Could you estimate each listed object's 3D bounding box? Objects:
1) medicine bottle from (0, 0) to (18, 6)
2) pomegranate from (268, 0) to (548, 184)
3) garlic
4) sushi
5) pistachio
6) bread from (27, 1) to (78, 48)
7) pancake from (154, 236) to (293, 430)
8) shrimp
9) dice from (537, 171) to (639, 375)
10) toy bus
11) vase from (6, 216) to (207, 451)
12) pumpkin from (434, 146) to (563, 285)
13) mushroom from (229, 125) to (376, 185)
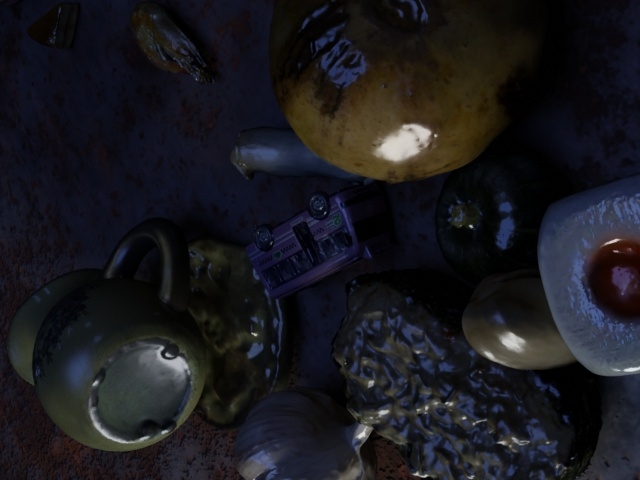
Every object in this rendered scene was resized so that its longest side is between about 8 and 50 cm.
[{"bbox_3d":[-0.613,-0.456,1.841,0.178,0.290,0.178,9,104,37],"label":"medicine bottle"},{"bbox_3d":[0.095,-0.220,1.303,0.322,0.322,0.322,8,103,38],"label":"pomegranate"},{"bbox_3d":[0.016,0.272,1.517,0.212,0.218,0.219,-38,74,28],"label":"garlic"},{"bbox_3d":[0.161,0.171,1.391,0.350,0.170,0.211,41,120,26],"label":"sushi"},{"bbox_3d":[0.228,0.087,1.270,0.149,0.113,0.113,24,122,-13],"label":"pistachio"},{"bbox_3d":[-0.422,-0.332,1.866,0.109,0.043,0.062,-22,82,39],"label":"bread"},{"bbox_3d":[-0.140,0.135,1.715,0.294,0.049,0.295,6,99,41],"label":"pancake"},{"bbox_3d":[-0.216,-0.281,1.710,0.190,0.042,0.101,40,141,27],"label":"shrimp"},{"bbox_3d":[0.349,0.024,1.195,0.194,0.191,0.193,-21,86,41],"label":"dice"},{"bbox_3d":[0.000,0.000,1.542,0.199,0.096,0.108,-28,84,41],"label":"toy bus"},{"bbox_3d":[-0.290,0.118,1.696,0.302,0.241,0.329,31,93,55],"label":"vase"},{"bbox_3d":[0.205,-0.022,1.349,0.167,0.125,0.167,19,121,36],"label":"pumpkin"},{"bbox_3d":[-0.005,-0.118,1.528,0.278,0.096,0.099,-1,96,44],"label":"mushroom"}]
